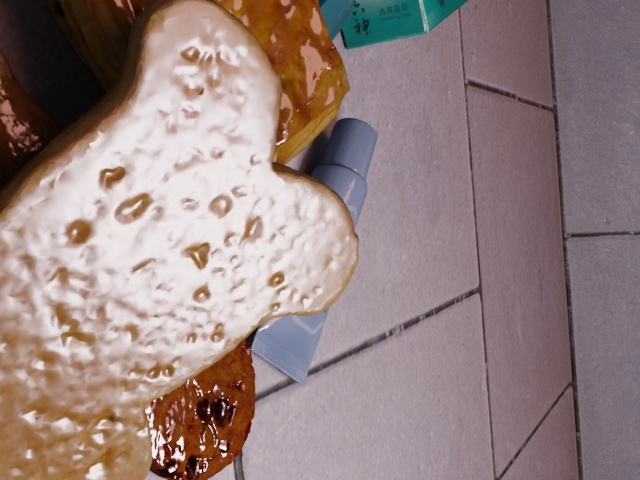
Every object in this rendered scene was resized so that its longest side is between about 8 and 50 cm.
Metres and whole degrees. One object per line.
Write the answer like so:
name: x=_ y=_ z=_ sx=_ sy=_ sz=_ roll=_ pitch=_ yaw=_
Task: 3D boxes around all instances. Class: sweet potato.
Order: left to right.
sweet potato: x=-0.200 y=-0.029 z=0.634 sx=0.341 sy=0.092 sz=0.114 roll=48 pitch=31 yaw=-47

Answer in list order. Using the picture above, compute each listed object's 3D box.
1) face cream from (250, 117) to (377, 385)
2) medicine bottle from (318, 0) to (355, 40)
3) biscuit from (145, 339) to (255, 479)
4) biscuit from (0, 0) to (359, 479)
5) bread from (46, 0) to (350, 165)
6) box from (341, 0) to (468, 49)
face cream: x=0.000 y=0.000 z=0.983 sx=0.135 sy=0.086 sz=0.385 roll=46 pitch=54 yaw=-48
medicine bottle: x=-0.023 y=-0.319 z=0.970 sx=0.258 sy=0.079 sz=0.124 roll=-63 pitch=141 yaw=-40
biscuit: x=-0.134 y=0.171 z=0.771 sx=0.192 sy=0.049 sz=0.192 roll=21 pitch=65 yaw=-57
biscuit: x=-0.171 y=0.010 z=0.563 sx=0.394 sy=0.076 sz=0.368 roll=-42 pitch=127 yaw=-17
bread: x=-0.133 y=-0.216 z=0.689 sx=0.277 sy=0.167 sz=0.325 roll=-46 pitch=122 yaw=-35
box: x=0.144 y=-0.412 z=1.187 sx=0.245 sy=0.153 sz=0.092 roll=-48 pitch=129 yaw=-51
